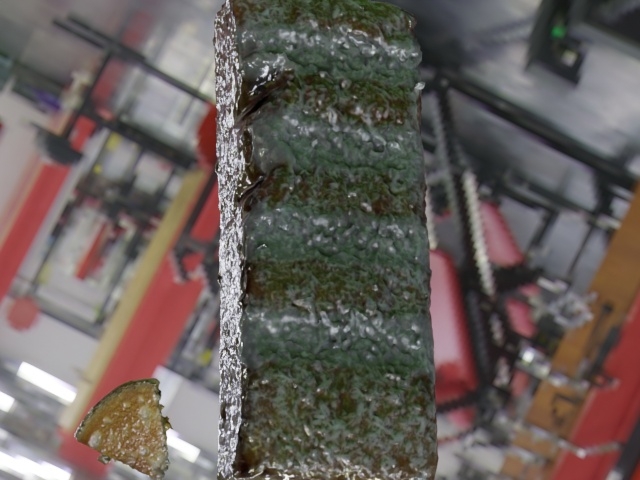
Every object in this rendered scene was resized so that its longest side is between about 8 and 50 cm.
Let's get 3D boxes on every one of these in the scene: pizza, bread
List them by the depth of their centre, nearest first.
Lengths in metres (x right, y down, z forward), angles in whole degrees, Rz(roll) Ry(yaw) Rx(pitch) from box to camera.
[{"bbox_3d":[-0.140,0.148,1.277,0.078,0.083,0.025,58,-163,5],"label":"pizza"},{"bbox_3d":[0.000,0.000,1.348,0.165,0.416,0.113,3,162,-16],"label":"bread"}]
